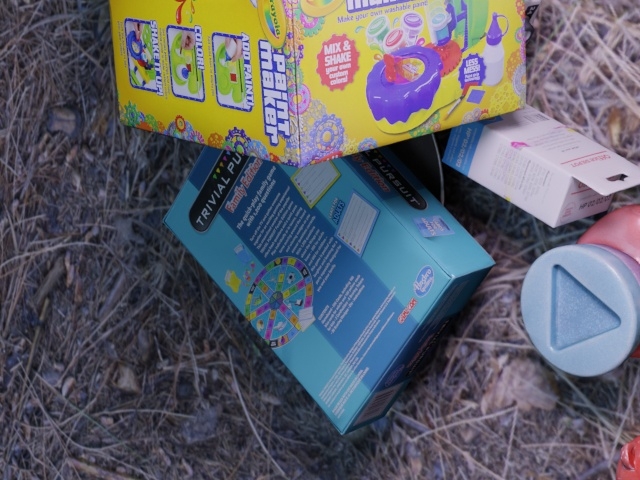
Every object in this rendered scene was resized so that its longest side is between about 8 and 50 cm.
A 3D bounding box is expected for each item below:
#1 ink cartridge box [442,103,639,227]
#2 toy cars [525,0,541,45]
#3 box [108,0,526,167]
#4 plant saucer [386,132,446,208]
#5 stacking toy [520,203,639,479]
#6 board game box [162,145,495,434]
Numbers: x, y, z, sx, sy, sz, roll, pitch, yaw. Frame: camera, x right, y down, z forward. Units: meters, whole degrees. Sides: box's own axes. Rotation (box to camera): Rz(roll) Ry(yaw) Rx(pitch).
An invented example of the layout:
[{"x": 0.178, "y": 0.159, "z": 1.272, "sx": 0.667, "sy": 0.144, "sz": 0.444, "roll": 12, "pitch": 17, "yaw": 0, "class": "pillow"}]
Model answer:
[{"x": 0.224, "y": -0.070, "z": 1.635, "sx": 0.181, "sy": 0.104, "sz": 0.061, "roll": 33, "pitch": 121, "yaw": 31, "class": "ink cartridge box"}, {"x": 0.159, "y": -0.308, "z": 1.650, "sx": 0.176, "sy": 0.087, "sz": 0.393, "roll": 14, "pitch": 113, "yaw": 48, "class": "toy cars"}, {"x": -0.004, "y": -0.202, "z": 1.582, "sx": 0.279, "sy": 0.290, "sz": 0.177, "roll": 16, "pitch": 115, "yaw": 48, "class": "box"}, {"x": 0.024, "y": -0.074, "z": 1.849, "sx": 0.311, "sy": 0.050, "sz": 0.310, "roll": 11, "pitch": 107, "yaw": 39, "class": "plant saucer"}, {"x": 0.338, "y": 0.102, "z": 1.562, "sx": 0.279, "sy": 0.130, "sz": 0.309, "roll": -41, "pitch": 74, "yaw": 40, "class": "stacking toy"}, {"x": 0.000, "y": 0.000, "z": 1.804, "sx": 0.336, "sy": 0.079, "sz": 0.254, "roll": 49, "pitch": 128, "yaw": 22, "class": "board game box"}]
